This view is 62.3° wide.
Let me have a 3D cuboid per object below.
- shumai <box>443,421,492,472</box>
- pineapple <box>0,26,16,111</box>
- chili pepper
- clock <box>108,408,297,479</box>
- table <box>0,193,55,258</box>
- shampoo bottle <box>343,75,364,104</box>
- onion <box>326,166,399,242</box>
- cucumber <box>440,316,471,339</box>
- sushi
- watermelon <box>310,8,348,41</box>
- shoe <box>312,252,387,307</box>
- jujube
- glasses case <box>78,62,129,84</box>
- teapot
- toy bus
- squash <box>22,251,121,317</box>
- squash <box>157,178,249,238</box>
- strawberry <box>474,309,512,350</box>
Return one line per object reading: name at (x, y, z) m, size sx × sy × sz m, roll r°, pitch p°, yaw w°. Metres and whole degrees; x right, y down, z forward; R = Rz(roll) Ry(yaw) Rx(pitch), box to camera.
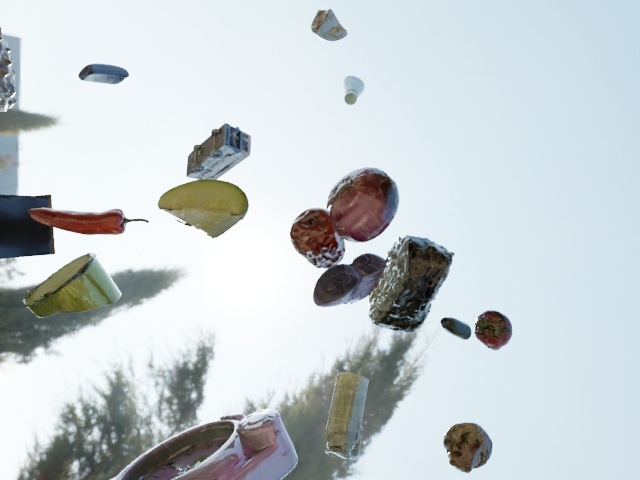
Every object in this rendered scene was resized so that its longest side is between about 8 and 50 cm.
shumai at (0.396, 0.559, 1.403) m, size 0.123 × 0.139 × 0.105 m, roll -26°, pitch -141°, yaw 14°
pineapple at (-0.567, -0.373, 0.809) m, size 0.169 × 0.169 × 0.340 m, roll 9°, pitch -76°, yaw 47°
chili pepper at (-0.532, -0.044, 1.216) m, size 0.071 × 0.272 × 0.063 m, roll -113°, pitch -154°, yaw -73°
clock at (-0.225, 0.403, 0.894) m, size 0.322 × 0.295 × 0.113 m, roll -21°, pitch -87°, yaw 49°
table at (-0.831, -0.038, 1.373) m, size 0.169 × 0.193 × 0.172 m, roll -2°, pitch -88°, yaw 31°
shampoo bottle at (0.095, -0.441, 1.558) m, size 0.041 × 0.069 × 0.191 m, roll -60°, pitch -171°, yaw 29°
onion at (0.124, -0.102, 1.413) m, size 0.200 × 0.207 × 0.201 m, roll 15°, pitch -58°, yaw 25°
cucumber at (0.375, 0.242, 1.479) m, size 0.048 × 0.105 × 0.048 m, roll -36°, pitch -140°, yaw 38°
sushi at (0.268, 0.137, 1.603) m, size 0.211 × 0.170 × 0.350 m, roll -93°, pitch -162°, yaw -48°
watermelon at (0.023, -0.471, 1.148) m, size 0.085 × 0.085 × 0.061 m, roll 62°, pitch -26°, yaw 22°
shoe at (0.073, 0.132, 1.454) m, size 0.095 × 0.245 × 0.138 m, roll 42°, pitch -39°, yaw 30°
jujube at (0.000, 0.000, 1.595) m, size 0.155 × 0.230 × 0.155 m, roll -10°, pitch -121°, yaw 17°
glasses case at (-0.327, -0.252, 0.796) m, size 0.033 × 0.083 × 0.023 m, roll -18°, pitch -86°, yaw 24°
teapot at (0.073, 0.449, 1.344) m, size 0.077 × 0.107 × 0.200 m, roll -12°, pitch -129°, yaw 39°
toy bus at (-0.377, -0.309, 1.922) m, size 0.297 × 0.131 × 0.106 m, roll -22°, pitch -120°, yaw 46°
squash at (-0.665, 0.138, 1.408) m, size 0.220 × 0.220 × 0.133 m, roll 5°, pitch -55°, yaw 47°
squash at (-0.260, -0.100, 1.205) m, size 0.252 × 0.169 × 0.093 m, roll -24°, pitch -139°, yaw 61°
strawberry at (0.445, 0.233, 1.367) m, size 0.106 × 0.106 × 0.106 m, roll 7°, pitch -81°, yaw 47°
